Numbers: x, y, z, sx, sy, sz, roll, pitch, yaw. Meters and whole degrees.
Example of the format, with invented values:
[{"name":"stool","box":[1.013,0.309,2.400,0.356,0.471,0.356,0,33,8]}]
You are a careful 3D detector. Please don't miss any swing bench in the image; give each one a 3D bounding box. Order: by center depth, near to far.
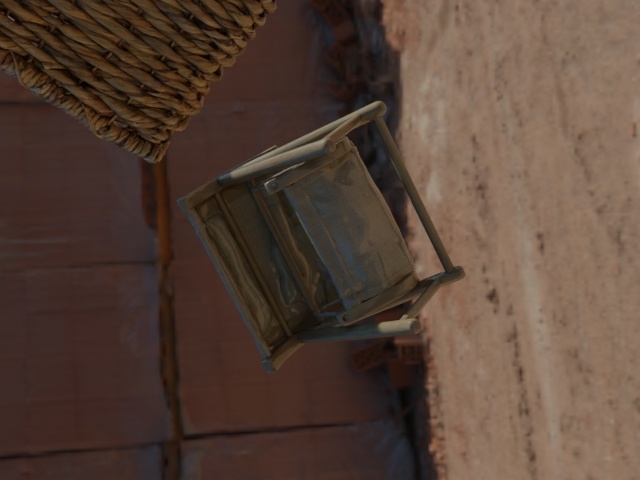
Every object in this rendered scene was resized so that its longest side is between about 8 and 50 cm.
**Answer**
[{"name":"swing bench","box":[0.000,0.000,1.291,0.165,0.254,0.253,-40,-73,-52]}]

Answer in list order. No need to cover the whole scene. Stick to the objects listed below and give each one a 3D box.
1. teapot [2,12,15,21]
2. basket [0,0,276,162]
[{"name":"teapot","box":[-0.543,-0.340,1.449,0.187,0.252,0.256,-55,7,45]},{"name":"basket","box":[-0.207,-0.254,0.886,0.223,0.299,0.213,-51,32,12]}]
